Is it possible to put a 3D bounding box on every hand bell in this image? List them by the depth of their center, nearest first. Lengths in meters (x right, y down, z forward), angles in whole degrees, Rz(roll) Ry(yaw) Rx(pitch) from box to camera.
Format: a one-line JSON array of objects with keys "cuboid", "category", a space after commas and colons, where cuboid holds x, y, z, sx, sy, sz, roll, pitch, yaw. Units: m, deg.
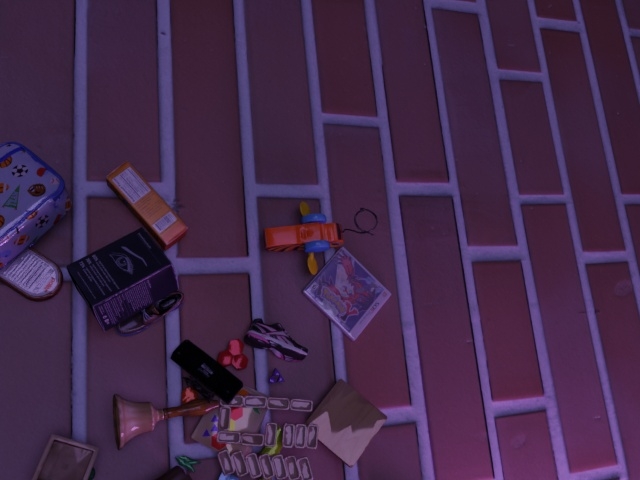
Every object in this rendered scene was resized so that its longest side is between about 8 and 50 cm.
[{"cuboid": [-0.361, 0.411, 1.453, 0.242, 0.126, 0.126, -3, 76, -26], "category": "hand bell"}]

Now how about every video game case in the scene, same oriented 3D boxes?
[{"cuboid": [0.076, 0.148, 1.723, 0.201, 0.023, 0.183, 44, 66, -4], "category": "video game case"}]

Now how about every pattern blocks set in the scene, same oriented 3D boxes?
[{"cuboid": [-0.218, 0.445, 1.531, 0.285, 0.026, 0.325, 39, 68, -1], "category": "pattern blocks set"}]

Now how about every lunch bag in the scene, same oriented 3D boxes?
[{"cuboid": [-0.762, -0.080, 1.421, 0.243, 0.115, 0.303, 38, 63, 13], "category": "lunch bag"}]

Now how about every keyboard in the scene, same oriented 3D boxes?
[{"cuboid": [-0.294, 0.337, 1.518, 0.192, 0.038, 0.100, 36, 44, 9], "category": "keyboard"}]

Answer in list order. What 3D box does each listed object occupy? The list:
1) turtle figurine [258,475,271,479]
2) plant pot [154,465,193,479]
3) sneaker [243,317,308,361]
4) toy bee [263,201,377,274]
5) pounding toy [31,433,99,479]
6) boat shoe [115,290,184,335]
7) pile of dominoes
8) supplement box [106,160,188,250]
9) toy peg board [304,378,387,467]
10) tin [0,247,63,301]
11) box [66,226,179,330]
[{"cuboid": [-0.085, 0.692, 1.481, 0.217, 0.087, 0.269, -38, 90, -24], "category": "turtle figurine"}, {"cuboid": [-0.356, 0.610, 1.376, 0.165, 0.167, 0.167, -34, 88, -31], "category": "plant pot"}, {"cuboid": [-0.107, 0.255, 1.606, 0.178, 0.072, 0.077, 28, 52, -19], "category": "sneaker"}, {"cuboid": [0.000, 0.000, 1.686, 0.298, 0.162, 0.195, 12, 79, 10], "category": "toy bee"}, {"cuboid": [-0.562, 0.525, 1.365, 0.141, 0.100, 0.130, 23, 55, -15], "category": "pounding toy"}, {"cuboid": [-0.423, 0.172, 1.515, 0.183, 0.066, 0.066, -33, 88, -24], "category": "boat shoe"}, {"cuboid": [-0.133, 0.489, 1.518, 0.251, 0.040, 0.196, 5, 73, -4], "category": "pile of dominoes"}, {"cuboid": [-0.447, -0.089, 1.573, 0.080, 0.078, 0.233, -40, 90, -21], "category": "supplement box"}, {"cuboid": [0.061, 0.483, 1.609, 0.160, 0.079, 0.161, 37, 66, 10], "category": "toy peg board"}, {"cuboid": [-0.709, 0.069, 1.460, 0.189, 0.040, 0.106, 35, 71, -8], "category": "tin"}, {"cuboid": [-0.470, 0.090, 1.467, 0.207, 0.108, 0.153, -30, 56, -24], "category": "box"}]
